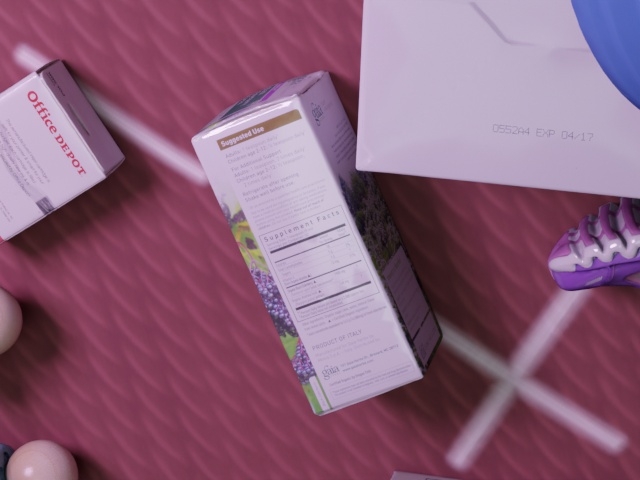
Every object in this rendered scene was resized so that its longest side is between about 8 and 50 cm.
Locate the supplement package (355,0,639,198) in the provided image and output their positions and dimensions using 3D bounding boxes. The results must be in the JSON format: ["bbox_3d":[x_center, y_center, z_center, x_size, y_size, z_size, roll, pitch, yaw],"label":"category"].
[{"bbox_3d":[0.169,-0.151,1.372,0.262,0.145,0.204,6,108,10],"label":"supplement package"}]

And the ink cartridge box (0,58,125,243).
[{"bbox_3d":[-0.237,-0.065,1.537,0.135,0.056,0.099,-30,99,20],"label":"ink cartridge box"}]

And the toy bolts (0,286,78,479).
[{"bbox_3d":[-0.295,0.160,1.557,0.158,0.218,0.228,-16,121,10],"label":"toy bolts"}]

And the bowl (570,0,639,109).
[{"bbox_3d":[0.315,-0.242,1.209,0.077,0.391,0.391,26,118,49],"label":"bowl"}]

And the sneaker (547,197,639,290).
[{"bbox_3d":[0.286,0.012,1.429,0.236,0.095,0.104,-13,111,15],"label":"sneaker"}]

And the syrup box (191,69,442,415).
[{"bbox_3d":[0.000,0.000,1.484,0.096,0.093,0.237,-22,101,18],"label":"syrup box"}]

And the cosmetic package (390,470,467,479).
[{"bbox_3d":[0.184,0.277,1.498,0.296,0.153,0.129,7,107,12],"label":"cosmetic package"}]
